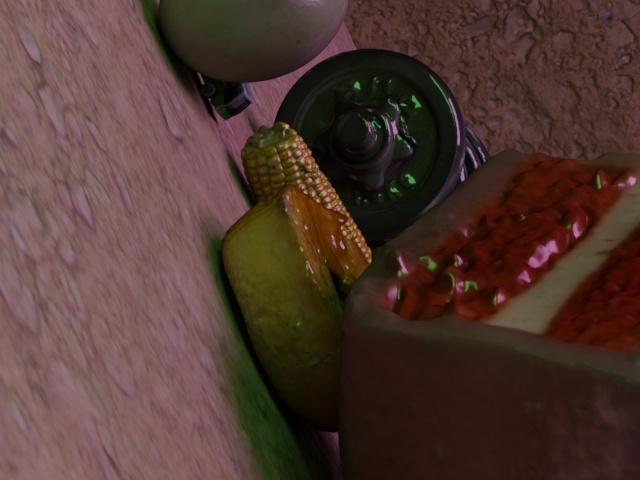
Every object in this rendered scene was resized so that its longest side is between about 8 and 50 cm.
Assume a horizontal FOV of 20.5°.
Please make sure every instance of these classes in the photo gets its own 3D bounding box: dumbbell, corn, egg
[{"bbox_3d":[0.069,-0.068,1.701,0.179,0.179,0.406,67,8,11],"label":"dumbbell"},{"bbox_3d":[0.000,0.000,1.417,0.206,0.067,0.067,62,8,-24],"label":"corn"},{"bbox_3d":[-0.049,-0.178,1.351,0.114,0.152,0.114,36,-48,54],"label":"egg"}]

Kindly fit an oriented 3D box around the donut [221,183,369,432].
[{"bbox_3d":[-0.006,0.052,1.193,0.174,0.075,0.190,68,12,10],"label":"donut"}]

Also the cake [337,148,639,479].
[{"bbox_3d":[0.165,0.094,1.114,0.309,0.237,0.230,-38,134,-53],"label":"cake"}]

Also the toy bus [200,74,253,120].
[{"bbox_3d":[-0.082,-0.139,1.411,0.031,0.037,0.083,44,22,-70],"label":"toy bus"}]
